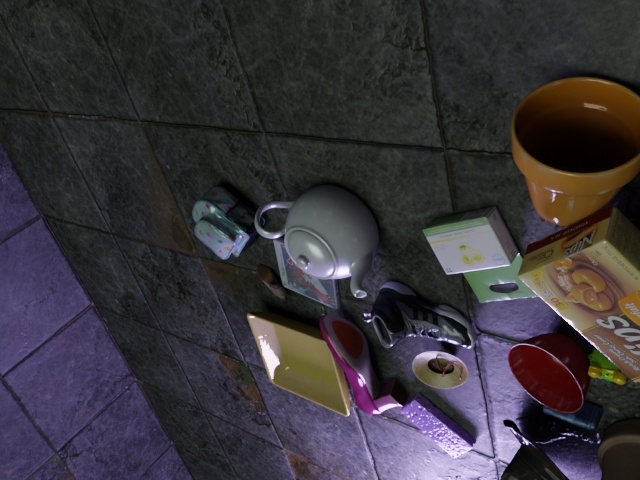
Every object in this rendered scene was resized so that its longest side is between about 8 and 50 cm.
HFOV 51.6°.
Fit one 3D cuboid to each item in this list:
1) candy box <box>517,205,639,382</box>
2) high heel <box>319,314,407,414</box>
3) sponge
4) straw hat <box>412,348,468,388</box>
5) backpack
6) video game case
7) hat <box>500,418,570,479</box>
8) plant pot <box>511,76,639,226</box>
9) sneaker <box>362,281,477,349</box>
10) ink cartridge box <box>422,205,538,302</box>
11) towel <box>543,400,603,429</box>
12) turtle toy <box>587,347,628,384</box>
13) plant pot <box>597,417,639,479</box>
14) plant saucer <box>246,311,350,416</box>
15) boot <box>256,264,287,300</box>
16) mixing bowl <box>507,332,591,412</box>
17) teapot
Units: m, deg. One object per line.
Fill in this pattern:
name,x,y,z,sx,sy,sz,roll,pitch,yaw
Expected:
candy box,0.512,0.101,1.111,0.316,0.087,0.183,39,144,-13
high heel,0.078,0.371,1.919,0.181,0.127,0.377,-24,110,41
sponge,0.337,0.536,1.914,0.210,0.031,0.117,39,144,9
straw hat,0.312,0.312,1.697,0.144,0.061,0.144,12,130,15
backpack,-0.273,-0.052,1.856,0.188,0.144,0.166,46,150,4
video game case,-0.038,0.092,1.861,0.201,0.023,0.183,20,137,30
hat,0.525,0.592,1.589,0.331,0.134,0.331,46,-178,-2
plant pot,0.415,-0.127,1.078,0.205,0.205,0.188,24,155,27
sneaker,0.232,0.215,1.602,0.269,0.153,0.101,28,141,22
ink cartridge box,0.346,0.047,1.416,0.171,0.056,0.235,-13,113,49
towel,0.573,0.388,1.506,0.119,0.067,0.029,16,133,34
turtle toy,0.606,0.252,1.334,0.130,0.095,0.066,11,154,39
plant pot,0.699,0.554,1.409,0.263,0.229,0.263,27,141,24
plant saucer,-0.052,0.369,2.095,0.333,0.081,0.332,14,134,35
boot,-0.145,0.131,1.991,0.118,0.042,0.087,47,169,38
mixing bowl,0.505,0.265,1.415,0.181,0.098,0.181,40,152,27
teapot,0.000,0.000,1.597,0.256,0.187,0.252,-5,121,48
